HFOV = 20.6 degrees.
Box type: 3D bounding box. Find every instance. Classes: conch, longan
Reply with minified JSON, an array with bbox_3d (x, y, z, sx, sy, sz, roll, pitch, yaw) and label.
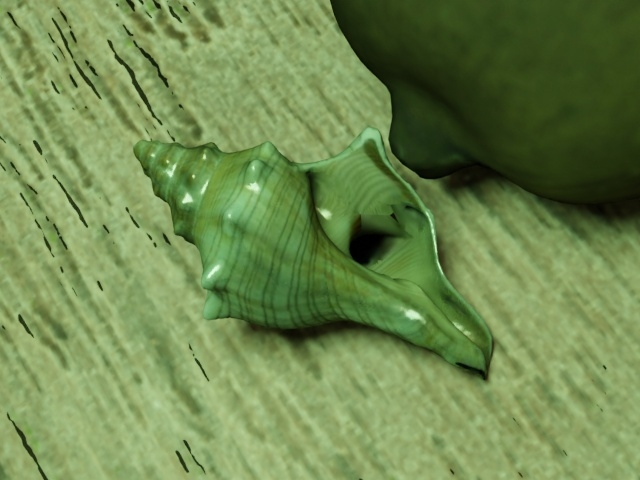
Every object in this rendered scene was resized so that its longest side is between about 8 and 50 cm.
[{"bbox_3d":[-0.006,-0.005,1.085,0.233,0.114,0.137,15,79,-14],"label":"conch"},{"bbox_3d":[0.136,-0.160,1.029,0.300,0.243,0.300,-4,82,29],"label":"longan"}]
